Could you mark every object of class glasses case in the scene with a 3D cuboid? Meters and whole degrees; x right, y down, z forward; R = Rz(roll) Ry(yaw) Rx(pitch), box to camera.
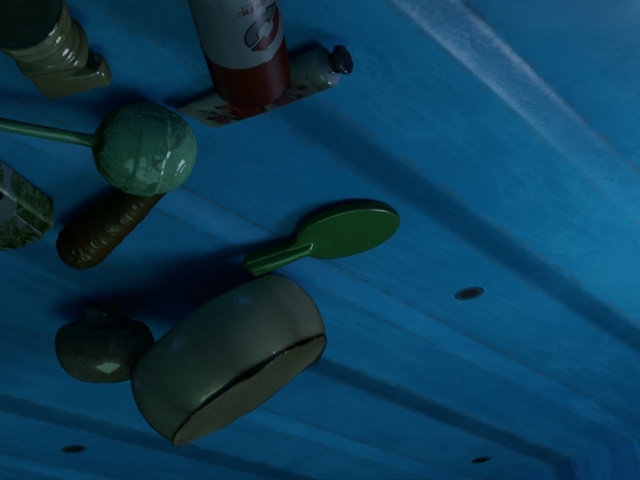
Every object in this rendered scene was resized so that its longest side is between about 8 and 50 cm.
[{"bbox_3d":[-0.459,-0.070,1.554,0.095,0.062,0.272,-17,152,15],"label":"glasses case"}]

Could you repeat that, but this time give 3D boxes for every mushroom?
[{"bbox_3d":[-0.354,0.169,1.976,0.166,0.127,0.166,7,-166,-2],"label":"mushroom"}]

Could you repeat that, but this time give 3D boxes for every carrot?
[{"bbox_3d":[-0.264,-0.049,1.654,0.078,0.078,0.298,17,140,-41],"label":"carrot"}]

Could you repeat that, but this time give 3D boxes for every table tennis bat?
[{"bbox_3d":[0.000,0.000,1.868,0.257,0.039,0.160,-20,152,9],"label":"table tennis bat"}]

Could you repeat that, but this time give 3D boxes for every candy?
[{"bbox_3d":[-0.362,-0.135,1.431,0.439,0.119,0.119,8,149,-21],"label":"candy"}]

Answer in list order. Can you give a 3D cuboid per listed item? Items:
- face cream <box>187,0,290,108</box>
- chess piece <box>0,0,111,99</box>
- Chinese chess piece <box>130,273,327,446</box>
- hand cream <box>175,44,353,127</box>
[{"bbox_3d":[-0.089,-0.239,1.303,0.095,0.096,0.214,-9,153,1],"label":"face cream"},{"bbox_3d":[-0.298,-0.212,1.327,0.090,0.090,0.200,-11,164,3],"label":"chess piece"},{"bbox_3d":[-0.147,0.197,1.958,0.338,0.141,0.338,-33,167,-9],"label":"Chinese chess piece"},{"bbox_3d":[-0.067,-0.186,1.478,0.234,0.050,0.080,-18,156,30],"label":"hand cream"}]
